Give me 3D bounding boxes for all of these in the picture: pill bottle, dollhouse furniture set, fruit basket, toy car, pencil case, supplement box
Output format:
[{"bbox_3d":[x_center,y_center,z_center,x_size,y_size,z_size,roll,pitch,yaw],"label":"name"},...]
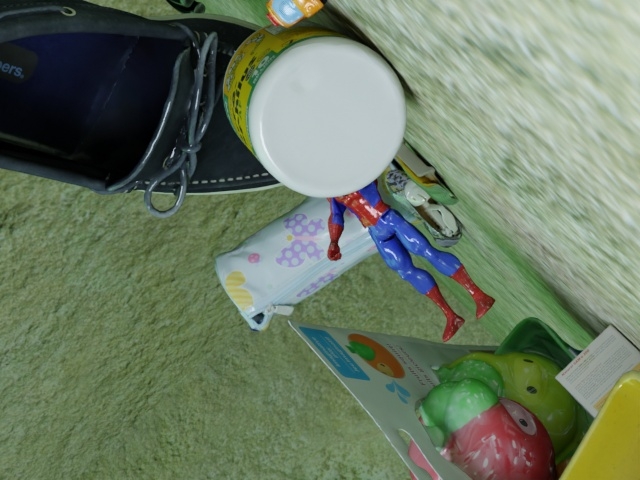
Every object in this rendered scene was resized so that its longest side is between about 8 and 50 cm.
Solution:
[{"bbox_3d":[-0.013,-0.111,1.051,0.117,0.117,0.208,47,-178,-19],"label":"pill bottle"},{"bbox_3d":[0.064,-0.077,1.354,0.152,0.058,0.076,48,-178,35],"label":"dollhouse furniture set"},{"bbox_3d":[0.176,0.175,1.093,0.353,0.165,0.327,21,-158,-53],"label":"fruit basket"},{"bbox_3d":[-0.045,-0.199,0.973,0.122,0.040,0.060,46,-179,-28],"label":"toy car"},{"bbox_3d":[0.000,0.000,1.668,0.113,0.273,0.124,54,-178,-20],"label":"pencil case"},{"bbox_3d":[0.239,0.122,1.042,0.098,0.062,0.036,49,-177,40],"label":"supplement box"}]

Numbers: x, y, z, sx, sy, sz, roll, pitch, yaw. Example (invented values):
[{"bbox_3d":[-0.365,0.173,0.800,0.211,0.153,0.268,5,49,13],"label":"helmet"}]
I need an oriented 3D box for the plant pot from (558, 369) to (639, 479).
[{"bbox_3d":[0.232,0.229,0.735,0.187,0.212,0.212,28,-175,-16],"label":"plant pot"}]

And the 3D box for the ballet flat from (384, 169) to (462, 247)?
[{"bbox_3d":[0.122,-0.040,1.525,0.114,0.041,0.041,47,-179,-10],"label":"ballet flat"}]

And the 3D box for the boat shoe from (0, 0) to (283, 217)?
[{"bbox_3d":[-0.158,-0.116,1.168,0.500,0.187,0.156,10,-158,-45],"label":"boat shoe"}]

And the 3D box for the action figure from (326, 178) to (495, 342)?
[{"bbox_3d":[0.069,0.004,1.540,0.280,0.091,0.139,50,-145,0],"label":"action figure"}]

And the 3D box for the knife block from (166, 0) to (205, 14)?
[{"bbox_3d":[-0.189,-0.331,1.429,0.242,0.088,0.276,48,180,-3],"label":"knife block"}]
